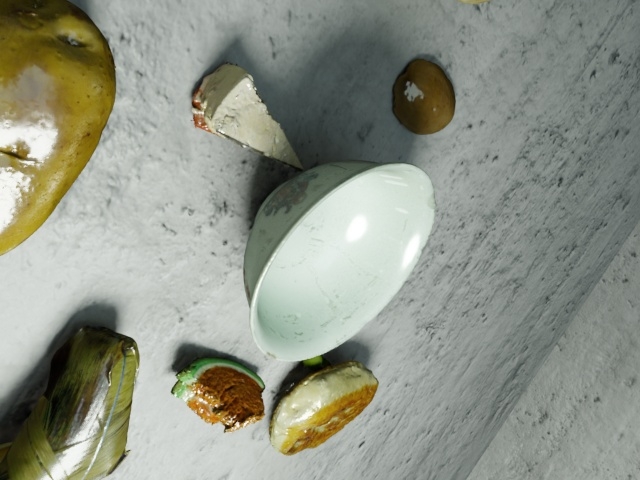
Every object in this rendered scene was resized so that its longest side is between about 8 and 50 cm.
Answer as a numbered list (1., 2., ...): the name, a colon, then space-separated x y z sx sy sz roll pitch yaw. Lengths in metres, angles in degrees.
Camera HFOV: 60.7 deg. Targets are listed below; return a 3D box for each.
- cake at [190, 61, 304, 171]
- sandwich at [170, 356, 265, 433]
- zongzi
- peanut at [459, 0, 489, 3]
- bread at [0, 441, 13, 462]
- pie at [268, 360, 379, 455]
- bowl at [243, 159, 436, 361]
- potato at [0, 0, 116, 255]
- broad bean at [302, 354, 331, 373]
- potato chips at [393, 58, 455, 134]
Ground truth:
1. cake: -0.126 -0.174 0.920 0.116 0.086 0.220 -42 135 -16
2. sandwich: -0.196 0.318 1.116 0.079 0.159 0.235 -41 161 13
3. zongzi: -0.426 0.299 0.848 0.300 0.138 0.286 -21 128 -59
4. peanut: 0.232 -0.533 0.990 0.313 0.149 0.149 17 102 -46
5. bread: -0.551 0.397 0.895 0.187 0.065 0.149 12 98 -53
6. pie: 0.006 0.425 1.357 0.315 0.092 0.315 -27 144 -21
7. bowl: 0.000 0.000 1.036 0.434 0.196 0.435 -29 141 -26
8. potato: -0.386 -0.127 0.667 0.369 0.176 0.195 -62 178 5
9. broad bean: -0.028 0.268 1.297 0.052 0.053 0.256 -14 133 16
10. potato chips: 0.238 -0.308 1.197 0.201 0.049 0.150 29 88 -41
